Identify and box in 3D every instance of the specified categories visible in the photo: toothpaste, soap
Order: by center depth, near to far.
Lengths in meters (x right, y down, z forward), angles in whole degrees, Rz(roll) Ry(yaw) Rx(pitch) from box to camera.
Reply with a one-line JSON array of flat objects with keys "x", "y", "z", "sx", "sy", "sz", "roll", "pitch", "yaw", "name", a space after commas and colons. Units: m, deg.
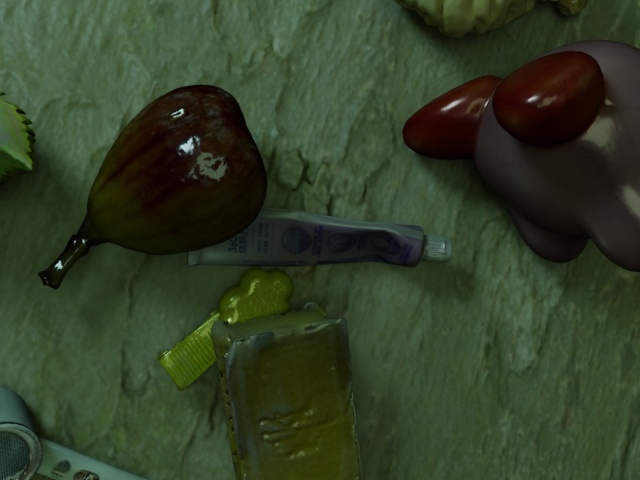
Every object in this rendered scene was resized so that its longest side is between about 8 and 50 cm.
[{"x": -0.033, "y": 0.193, "z": 0.789, "sx": 0.135, "sy": 0.076, "sz": 0.233, "roll": -10, "pitch": 100, "yaw": -17, "name": "soap"}, {"x": 0.000, "y": 0.000, "z": 0.834, "sx": 0.300, "sy": 0.048, "sz": 0.075, "roll": 5, "pitch": 117, "yaw": -2, "name": "toothpaste"}]

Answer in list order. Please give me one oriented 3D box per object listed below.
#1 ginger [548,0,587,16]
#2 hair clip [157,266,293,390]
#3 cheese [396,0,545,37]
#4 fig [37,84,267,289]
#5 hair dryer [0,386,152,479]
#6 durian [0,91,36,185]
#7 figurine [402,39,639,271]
[{"x": 0.308, "y": -0.389, "z": 0.879, "sx": 0.176, "sy": 0.052, "sz": 0.193, "roll": -35, "pitch": 94, "yaw": -2, "name": "ginger"}, {"x": -0.103, "y": 0.093, "z": 0.816, "sx": 0.173, "sy": 0.046, "sz": 0.072, "roll": -36, "pitch": 105, "yaw": -9, "name": "hair clip"}, {"x": 0.165, "y": -0.349, "z": 0.816, "sx": 0.214, "sy": 0.117, "sz": 0.226, "roll": -26, "pitch": 83, "yaw": 8, "name": "cheese"}, {"x": -0.179, "y": -0.038, "z": 0.759, "sx": 0.274, "sy": 0.145, "sz": 0.170, "roll": -36, "pitch": 59, "yaw": 4, "name": "fig"}, {"x": -0.262, "y": 0.234, "z": 0.773, "sx": 0.236, "sy": 0.131, "sz": 0.073, "roll": 29, "pitch": 84, "yaw": -27, "name": "hair dryer"}, {"x": -0.459, "y": -0.101, "z": 0.702, "sx": 0.355, "sy": 0.169, "sz": 0.158, "roll": -6, "pitch": 91, "yaw": -13, "name": "durian"}, {"x": 0.276, "y": -0.118, "z": 0.785, "sx": 0.261, "sy": 0.269, "sz": 0.211, "roll": 41, "pitch": 79, "yaw": -15, "name": "figurine"}]
